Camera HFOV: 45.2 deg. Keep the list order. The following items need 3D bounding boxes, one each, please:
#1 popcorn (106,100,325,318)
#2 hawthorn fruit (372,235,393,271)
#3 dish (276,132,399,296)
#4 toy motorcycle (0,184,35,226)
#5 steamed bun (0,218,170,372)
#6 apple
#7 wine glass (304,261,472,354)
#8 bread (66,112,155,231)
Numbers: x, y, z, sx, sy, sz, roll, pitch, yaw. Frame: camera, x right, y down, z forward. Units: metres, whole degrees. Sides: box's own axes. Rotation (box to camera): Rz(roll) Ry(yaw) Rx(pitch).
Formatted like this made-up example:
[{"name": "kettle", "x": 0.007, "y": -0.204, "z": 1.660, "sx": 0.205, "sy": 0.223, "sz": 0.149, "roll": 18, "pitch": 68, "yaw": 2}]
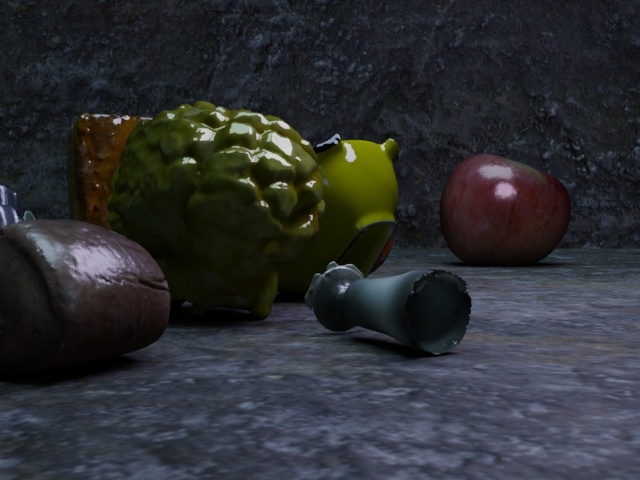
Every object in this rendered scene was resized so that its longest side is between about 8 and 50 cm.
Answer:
[{"name": "popcorn", "x": -0.120, "y": -0.037, "z": 0.862, "sx": 0.224, "sy": 0.258, "sz": 0.270, "roll": 32, "pitch": -60, "yaw": -32}, {"name": "hawthorn fruit", "x": 0.000, "y": 0.000, "z": 1.260, "sx": 0.196, "sy": 0.196, "sz": 0.225, "roll": 1, "pitch": 26, "yaw": 40}, {"name": "dish", "x": 0.023, "y": -0.010, "z": 1.045, "sx": 0.221, "sy": 0.262, "sz": 0.108, "roll": -4, "pitch": 46, "yaw": -51}, {"name": "toy motorcycle", "x": -0.384, "y": 0.022, "z": 0.675, "sx": 0.275, "sy": 0.124, "sz": 0.187, "roll": -13, "pitch": -16, "yaw": -5}, {"name": "steamed bun", "x": -0.206, "y": 0.038, "z": 0.581, "sx": 0.175, "sy": 0.106, "sz": 0.145, "roll": -2, "pitch": 0, "yaw": 29}, {"name": "apple", "x": 0.440, "y": -0.060, "z": 1.869, "sx": 0.345, "sy": 0.269, "sz": 0.345, "roll": 19, "pitch": 7, "yaw": -3}, {"name": "wine glass", "x": 0.054, "y": 0.055, "z": 0.668, "sx": 0.072, "sy": 0.072, "sz": 0.155, "roll": -1, "pitch": 1, "yaw": -31}, {"name": "bread", "x": -0.259, "y": -0.057, "z": 1.236, "sx": 0.279, "sy": 0.279, "sz": 0.207, "roll": -4, "pitch": 5, "yaw": -22}]
